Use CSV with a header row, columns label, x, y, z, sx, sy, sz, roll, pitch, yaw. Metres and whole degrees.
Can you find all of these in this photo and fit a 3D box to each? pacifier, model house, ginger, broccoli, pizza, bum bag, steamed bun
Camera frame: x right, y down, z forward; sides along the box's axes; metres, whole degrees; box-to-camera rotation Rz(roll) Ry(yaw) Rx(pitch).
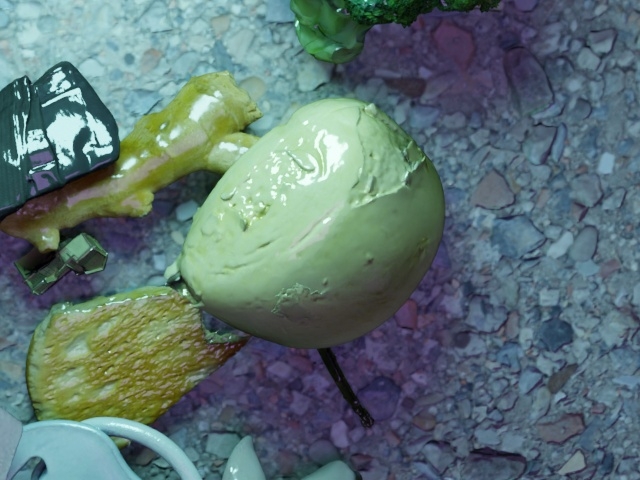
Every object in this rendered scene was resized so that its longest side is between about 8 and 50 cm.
label,x,y,z,sx,sy,sz,roll,pitch,yaw
pacifier,-0.232,0.312,1.402,0.287,0.226,0.238,43,98,-6
model house,-0.259,0.023,1.411,0.083,0.057,0.058,-40,153,1
ginger,-0.197,-0.074,1.379,0.299,0.065,0.118,-21,79,-1
broccoli,0.050,-0.281,1.294,0.270,0.270,0.270,6,138,-16
pizza,-0.198,0.116,1.472,0.262,0.034,0.181,-34,114,3
bum bag,-0.315,-0.071,1.325,0.248,0.060,0.123,-30,72,-5
steamed bun,0.000,0.000,1.363,0.273,0.166,0.232,-46,155,3

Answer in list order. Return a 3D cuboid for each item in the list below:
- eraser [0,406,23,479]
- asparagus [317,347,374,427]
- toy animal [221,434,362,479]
label,x,y,z,sx,sy,sz,roll,pitch,yaw
eraser,-0.514,0.169,1.329,0.272,0.122,0.359,-36,116,26
asparagus,0.028,0.163,1.557,0.018,0.015,0.127,-30,115,0
toy animal,-0.071,0.391,1.547,0.208,0.154,0.325,19,100,-26
